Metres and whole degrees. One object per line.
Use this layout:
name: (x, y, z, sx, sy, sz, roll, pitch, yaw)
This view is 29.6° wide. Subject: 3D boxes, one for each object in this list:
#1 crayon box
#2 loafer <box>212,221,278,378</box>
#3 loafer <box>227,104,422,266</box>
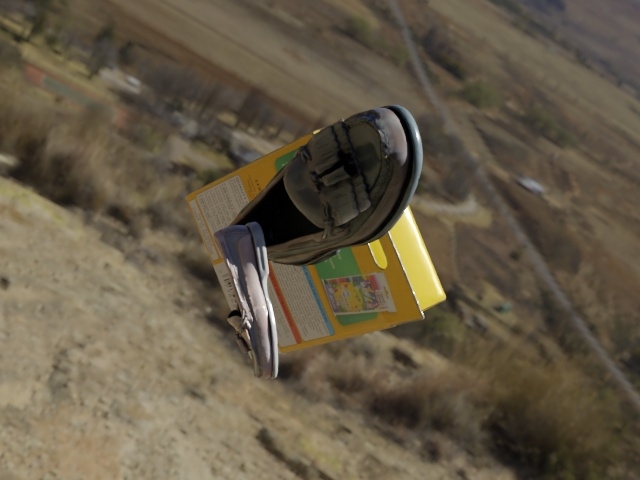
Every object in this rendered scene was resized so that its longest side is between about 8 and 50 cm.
crayon box: (0.000, 0.000, 1.250, 0.083, 0.323, 0.203, -23, 92, -34)
loafer: (-0.060, 0.049, 0.954, 0.039, 0.125, 0.045, -7, 4, -16)
loafer: (-0.004, -0.032, 1.029, 0.084, 0.267, 0.096, -9, 75, -26)
